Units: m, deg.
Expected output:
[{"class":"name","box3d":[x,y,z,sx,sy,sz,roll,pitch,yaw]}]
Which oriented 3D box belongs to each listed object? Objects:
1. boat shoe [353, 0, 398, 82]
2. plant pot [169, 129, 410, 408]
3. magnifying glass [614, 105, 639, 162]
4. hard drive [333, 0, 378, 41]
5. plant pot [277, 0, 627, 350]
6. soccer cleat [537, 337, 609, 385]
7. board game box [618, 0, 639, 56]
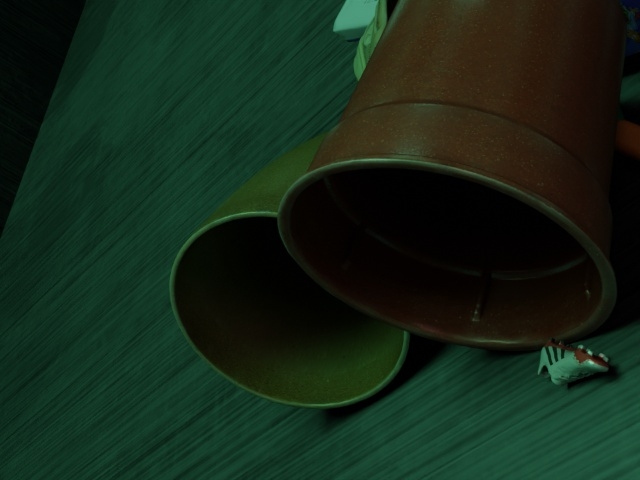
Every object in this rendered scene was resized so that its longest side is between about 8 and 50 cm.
[{"class":"boat shoe","box3d":[0.104,-0.170,1.324,0.341,0.121,0.110,-111,27,-54]},{"class":"plant pot","box3d":[0.000,0.000,1.286,0.237,0.237,0.254,-39,17,36]},{"class":"magnifying glass","box3d":[0.255,-0.101,1.134,0.092,0.026,0.231,-55,25,4]},{"class":"hard drive","box3d":[0.144,-0.351,1.551,0.210,0.040,0.318,-62,24,-9]},{"class":"plant pot","box3d":[0.133,-0.090,1.050,0.272,0.272,0.265,-23,41,52]},{"class":"soccer cleat","box3d":[0.199,0.100,0.997,0.083,0.029,0.035,12,81,68]},{"class":"board game box","box3d":[0.296,-0.322,1.229,0.233,0.078,0.347,-16,43,56]}]
